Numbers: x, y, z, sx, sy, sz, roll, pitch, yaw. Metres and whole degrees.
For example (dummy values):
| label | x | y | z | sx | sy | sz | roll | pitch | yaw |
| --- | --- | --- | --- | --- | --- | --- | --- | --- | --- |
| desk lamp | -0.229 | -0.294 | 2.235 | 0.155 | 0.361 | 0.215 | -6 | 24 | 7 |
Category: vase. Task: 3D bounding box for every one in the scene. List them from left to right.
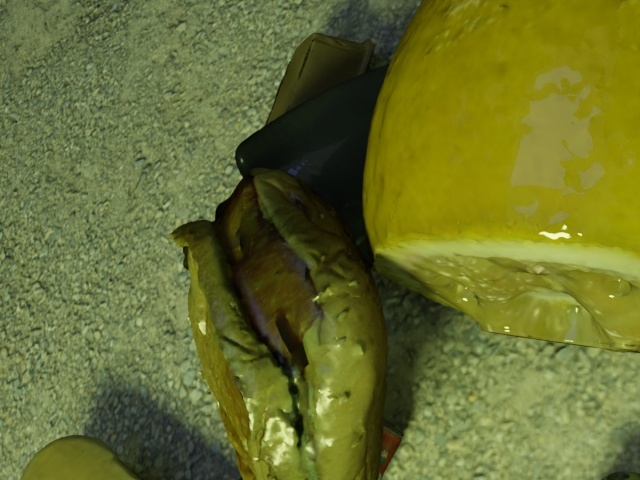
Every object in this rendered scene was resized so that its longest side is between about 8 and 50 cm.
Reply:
| label | x | y | z | sx | sy | sz | roll | pitch | yaw |
| --- | --- | --- | --- | --- | --- | --- | --- | --- | --- |
| vase | 0.091 | -0.113 | 0.888 | 0.321 | 0.173 | 0.173 | -37 | 48 | 4 |

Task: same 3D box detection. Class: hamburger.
| label | x | y | z | sx | sy | sz | roll | pitch | yaw |
| --- | --- | --- | --- | --- | --- | --- | --- | --- | --- |
| hamburger | -0.023 | 0.090 | 0.735 | 0.134 | 0.285 | 0.265 | -22 | 49 | -15 |

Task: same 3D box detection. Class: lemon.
| label | x | y | z | sx | sy | sz | roll | pitch | yaw |
| --- | --- | --- | --- | --- | --- | --- | --- | --- | --- |
| lemon | 0.211 | -0.094 | 0.667 | 0.364 | 0.364 | 0.364 | -19 | 59 | 35 |

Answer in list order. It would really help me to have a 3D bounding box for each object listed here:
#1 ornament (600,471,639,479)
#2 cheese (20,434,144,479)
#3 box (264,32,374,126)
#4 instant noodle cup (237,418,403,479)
| label | x | y | z | sx | sy | sz | roll | pitch | yaw |
| --- | --- | --- | --- | --- | --- | --- | --- | --- | --- |
| ornament | 0.210 | 0.247 | 0.691 | 0.074 | 0.081 | 0.156 | 29 | 96 | 49 |
| cheese | -0.254 | 0.407 | 0.932 | 0.383 | 0.104 | 0.384 | -18 | 42 | 17 |
| box | 0.005 | -0.151 | 1.051 | 0.111 | 0.111 | 0.177 | 3 | 69 | 43 |
| instant noodle cup | 0.005 | 0.212 | 0.871 | 0.127 | 0.127 | 0.136 | 32 | 85 | 45 |
